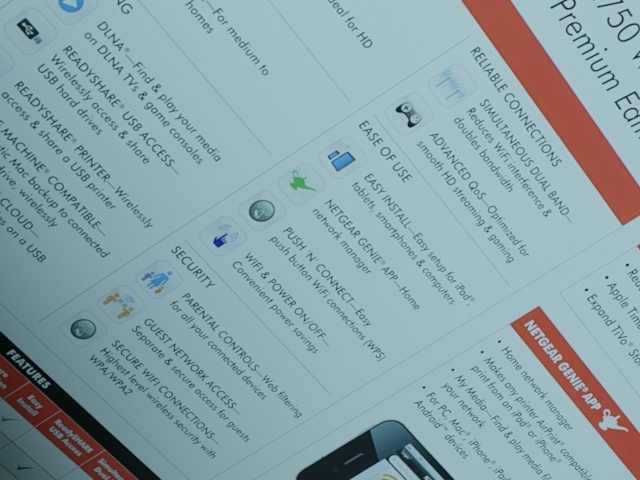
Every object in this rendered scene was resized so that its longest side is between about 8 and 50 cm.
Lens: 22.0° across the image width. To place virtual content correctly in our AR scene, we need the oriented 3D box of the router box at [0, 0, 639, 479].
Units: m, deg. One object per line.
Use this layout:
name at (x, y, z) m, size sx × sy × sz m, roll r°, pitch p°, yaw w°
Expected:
router box at (0.000, 0.000, 0.577) m, size 0.301 × 0.082 × 0.335 m, roll -32°, pitch 123°, yaw 13°
